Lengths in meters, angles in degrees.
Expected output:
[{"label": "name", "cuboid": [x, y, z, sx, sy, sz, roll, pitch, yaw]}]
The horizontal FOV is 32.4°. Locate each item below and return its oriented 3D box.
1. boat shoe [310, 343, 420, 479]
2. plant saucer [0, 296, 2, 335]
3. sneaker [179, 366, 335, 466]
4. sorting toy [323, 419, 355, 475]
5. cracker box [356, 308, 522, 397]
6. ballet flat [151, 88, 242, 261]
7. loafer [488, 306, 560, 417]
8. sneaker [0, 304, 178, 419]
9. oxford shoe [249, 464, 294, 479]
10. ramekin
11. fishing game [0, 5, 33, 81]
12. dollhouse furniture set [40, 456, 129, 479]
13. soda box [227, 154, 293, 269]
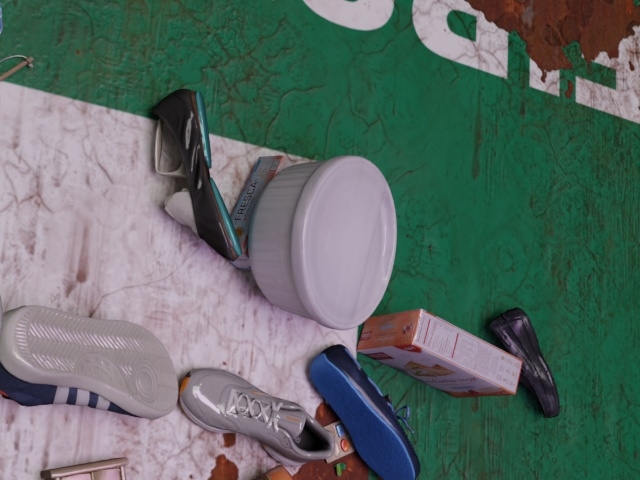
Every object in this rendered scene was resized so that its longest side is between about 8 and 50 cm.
[{"label": "boat shoe", "cuboid": [0.091, 0.275, 1.787, 0.258, 0.109, 0.089, 60, 36, -10]}, {"label": "plant saucer", "cuboid": [-0.589, 0.104, 1.309, 0.400, 0.101, 0.400, 14, 42, -13]}, {"label": "sneaker", "cuboid": [-0.085, 0.260, 1.661, 0.262, 0.121, 0.099, 29, 65, -26]}, {"label": "sorting toy", "cuboid": [0.031, 0.337, 1.790, 0.062, 0.012, 0.083, -18, 91, -35]}, {"label": "cracker box", "cuboid": [0.199, 0.193, 1.843, 0.232, 0.155, 0.067, 28, 67, -26]}, {"label": "ballet flat", "cuboid": [-0.196, -0.092, 1.678, 0.096, 0.095, 0.281, -16, 77, 1]}, {"label": "loafer", "cuboid": [0.373, 0.229, 2.012, 0.078, 0.076, 0.223, -24, 104, 1]}, {"label": "sneaker", "cuboid": [-0.345, 0.177, 1.517, 0.350, 0.148, 0.131, 32, 45, -50]}, {"label": "oxford shoe", "cuboid": [-0.035, 0.523, 1.623, 0.132, 0.130, 0.364, -23, 70, -13]}, {"label": "ramekin", "cuboid": [0.000, 0.000, 1.719, 0.273, 0.127, 0.273, -11, 103, -55]}, {"label": "fishing game", "cuboid": [-0.530, -0.322, 1.528, 0.189, 0.041, 0.264, -38, 102, -35]}, {"label": "dollhouse furniture set", "cuboid": [-0.248, 0.366, 1.388, 0.303, 0.355, 0.174, -4, 81, -34]}, {"label": "soda box", "cuboid": [-0.094, -0.045, 1.745, 0.063, 0.058, 0.183, 44, 59, -39]}]
